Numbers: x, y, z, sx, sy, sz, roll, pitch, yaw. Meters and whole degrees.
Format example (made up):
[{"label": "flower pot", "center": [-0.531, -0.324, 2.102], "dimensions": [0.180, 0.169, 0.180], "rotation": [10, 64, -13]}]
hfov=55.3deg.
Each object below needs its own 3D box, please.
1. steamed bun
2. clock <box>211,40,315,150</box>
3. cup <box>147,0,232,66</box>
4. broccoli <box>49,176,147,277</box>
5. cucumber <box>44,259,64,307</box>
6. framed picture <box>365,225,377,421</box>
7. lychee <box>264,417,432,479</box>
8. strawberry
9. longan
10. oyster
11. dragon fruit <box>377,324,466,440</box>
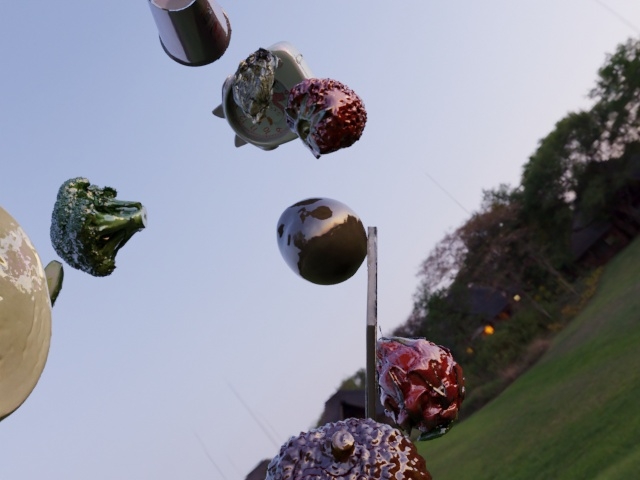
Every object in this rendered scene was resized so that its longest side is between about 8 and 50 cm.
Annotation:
[{"label": "steamed bun", "center": [-0.670, 0.144, 1.102], "dimensions": [0.371, 0.455, 0.290], "rotation": [-29, -20, 26]}, {"label": "clock", "center": [-0.161, -0.408, 1.813], "dimensions": [0.324, 0.265, 0.108], "rotation": [-24, 22, 24]}, {"label": "cup", "center": [-0.335, -0.570, 1.504], "dimensions": [0.203, 0.203, 0.288], "rotation": [-42, 0, -3]}, {"label": "broccoli", "center": [-0.645, -0.041, 1.764], "dimensions": [0.275, 0.307, 0.308], "rotation": [-13, -25, -4]}, {"label": "cucumber", "center": [-0.541, 0.094, 1.229], "dimensions": [0.035, 0.067, 0.107], "rotation": [35, -107, -54]}, {"label": "framed picture", "center": [0.101, 0.158, 1.193], "dimensions": [0.335, 0.022, 0.247], "rotation": [-81, -10, -59]}, {"label": "lychee", "center": [0.041, 0.368, 0.828], "dimensions": [0.236, 0.236, 0.271], "rotation": [-23, -63, -44]}, {"label": "strawberry", "center": [0.026, -0.288, 1.402], "dimensions": [0.202, 0.184, 0.187], "rotation": [-22, 15, -36]}, {"label": "longan", "center": [0.000, 0.000, 1.483], "dimensions": [0.248, 0.248, 0.248], "rotation": [-37, -21, -16]}, {"label": "oyster", "center": [-0.156, -0.379, 1.488], "dimensions": [0.064, 0.125, 0.177], "rotation": [12, -75, -51]}, {"label": "dragon fruit", "center": [0.218, 0.328, 1.463], "dimensions": [0.234, 0.293, 0.233], "rotation": [-35, -20, -15]}]
